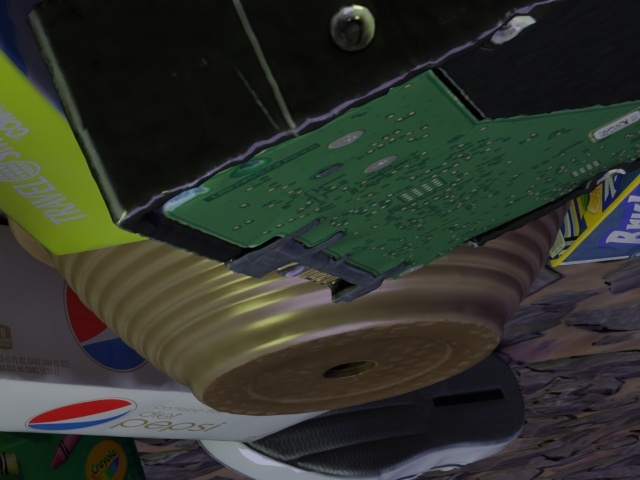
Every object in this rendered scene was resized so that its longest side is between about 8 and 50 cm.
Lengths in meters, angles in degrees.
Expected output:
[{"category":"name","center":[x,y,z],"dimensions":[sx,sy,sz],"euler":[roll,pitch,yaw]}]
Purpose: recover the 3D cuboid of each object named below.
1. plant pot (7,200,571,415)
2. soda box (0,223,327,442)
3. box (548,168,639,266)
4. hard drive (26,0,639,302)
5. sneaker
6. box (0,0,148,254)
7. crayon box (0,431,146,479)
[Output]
[{"category":"plant pot","center":[0.000,0.000,0.747],"dimensions":[0.237,0.110,0.237],"euler":[-10,162,-3]},{"category":"soda box","center":[-0.090,0.046,0.883],"dimensions":[0.069,0.074,0.216],"euler":[-26,157,38]},{"category":"box","center":[0.141,-0.043,0.788],"dimensions":[0.059,0.054,0.169],"euler":[-6,162,-16]},{"category":"hard drive","center":[0.118,-0.089,0.496],"dimensions":[0.339,0.064,0.237],"euler":[-27,168,10]},{"category":"sneaker","center":[0.011,0.109,1.098],"dimensions":[0.091,0.094,0.258],"euler":[-31,154,36]},{"category":"box","center":[-0.083,-0.072,0.480],"dimensions":[0.042,0.109,0.178],"euler":[-12,162,8]},{"category":"crayon box","center":[-0.227,0.141,0.962],"dimensions":[0.165,0.081,0.278],"euler":[-20,176,24]}]
